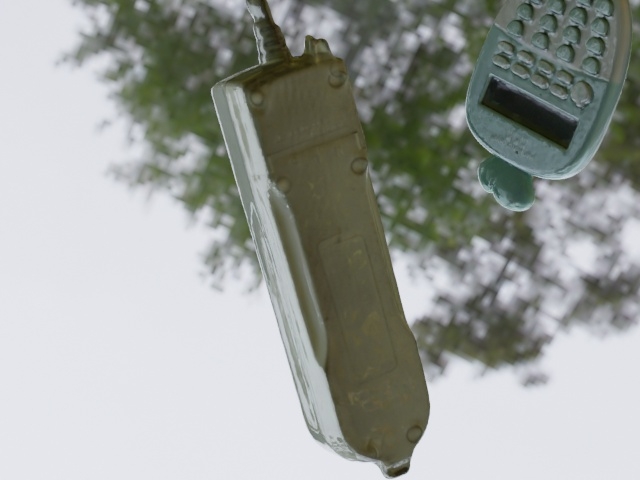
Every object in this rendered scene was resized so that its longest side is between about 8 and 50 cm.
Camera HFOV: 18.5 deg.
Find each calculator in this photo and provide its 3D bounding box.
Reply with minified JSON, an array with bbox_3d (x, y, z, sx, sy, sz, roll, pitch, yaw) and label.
[{"bbox_3d":[0.131,-0.091,1.147,0.095,0.153,0.021,31,-157,34],"label":"calculator"}]

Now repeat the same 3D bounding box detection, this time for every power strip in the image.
[{"bbox_3d":[0.000,0.000,0.739,0.047,0.191,0.030,-21,-168,-31],"label":"power strip"}]
